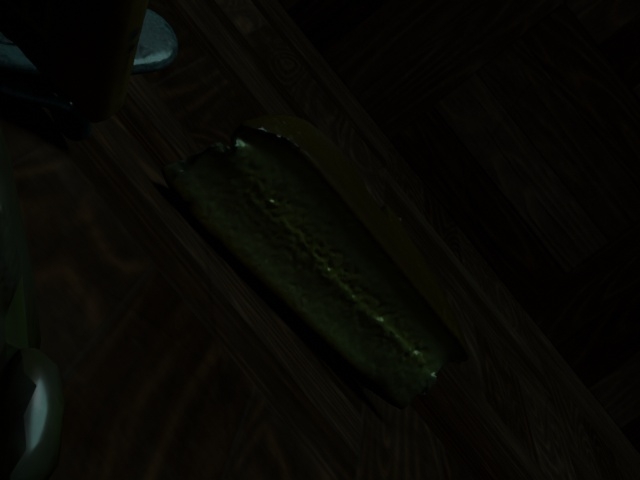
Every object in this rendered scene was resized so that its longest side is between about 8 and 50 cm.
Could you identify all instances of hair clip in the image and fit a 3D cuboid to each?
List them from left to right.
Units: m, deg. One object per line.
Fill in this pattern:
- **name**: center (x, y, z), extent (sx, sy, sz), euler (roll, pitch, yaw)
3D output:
- **hair clip**: center (-0.163, -0.097, 0.741), extent (0.048, 0.083, 0.275), euler (60, 18, 17)

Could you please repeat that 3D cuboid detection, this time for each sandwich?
- **sandwich**: center (0.000, 0.000, 1.056), extent (0.244, 0.090, 0.088), euler (47, 12, -28)

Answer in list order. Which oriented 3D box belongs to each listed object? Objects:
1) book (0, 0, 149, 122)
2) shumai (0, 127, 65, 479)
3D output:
- **book**: center (-0.129, -0.214, 0.507), extent (0.269, 0.032, 0.389), euler (49, -23, 7)
- **shumai**: center (-0.121, -0.074, 0.320), extent (0.283, 0.217, 0.346), euler (50, 5, -7)
